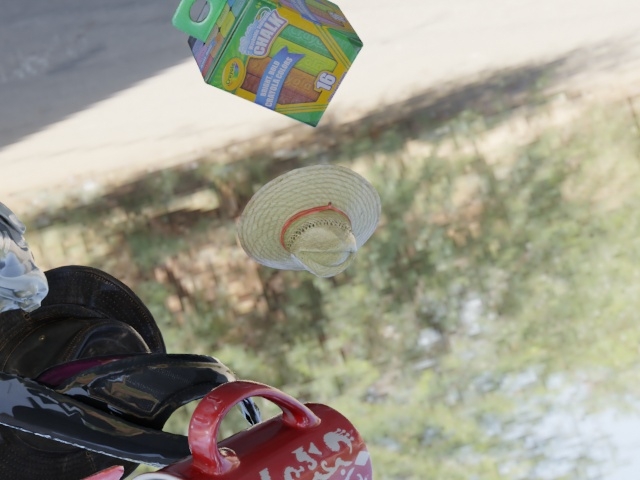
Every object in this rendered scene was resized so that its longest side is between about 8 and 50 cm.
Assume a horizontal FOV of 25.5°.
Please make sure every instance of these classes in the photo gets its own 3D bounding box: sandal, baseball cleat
[{"bbox_3d":[-0.173,0.134,1.233,0.446,0.107,0.167,20,168,-26],"label":"sandal"},{"bbox_3d":[-0.315,0.004,1.268,0.072,0.109,0.206,-26,160,3],"label":"baseball cleat"}]

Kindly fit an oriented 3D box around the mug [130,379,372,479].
[{"bbox_3d":[-0.039,0.173,0.992,0.169,0.113,0.150,-22,150,-50],"label":"mug"}]

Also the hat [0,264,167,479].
[{"bbox_3d":[-0.305,0.184,1.764,0.331,0.331,0.134,-15,-175,-35],"label":"hat"}]

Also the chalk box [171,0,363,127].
[{"bbox_3d":[-0.079,-0.257,1.779,0.213,0.132,0.132,19,115,-27],"label":"chalk box"}]

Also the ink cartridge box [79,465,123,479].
[{"bbox_3d":[-0.189,0.253,0.369,0.308,0.091,0.385,-60,164,24],"label":"ink cartridge box"}]

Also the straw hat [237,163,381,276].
[{"bbox_3d":[0.000,0.000,1.317,0.144,0.061,0.144,-12,138,-11],"label":"straw hat"}]
